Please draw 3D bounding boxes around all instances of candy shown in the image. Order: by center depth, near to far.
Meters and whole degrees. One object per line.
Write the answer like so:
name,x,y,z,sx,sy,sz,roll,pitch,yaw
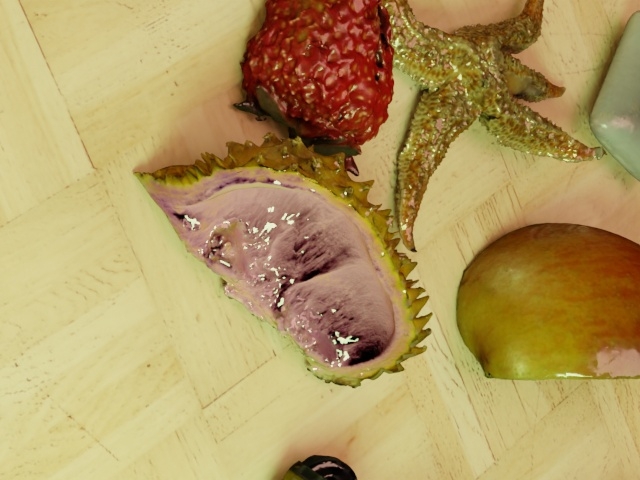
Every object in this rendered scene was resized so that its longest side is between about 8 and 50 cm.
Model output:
candy,0.376,-0.161,2.296,0.138,0.071,0.174,41,59,-31

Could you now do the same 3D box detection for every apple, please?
apple,0.308,0.087,2.160,0.346,0.179,0.254,1,48,-43

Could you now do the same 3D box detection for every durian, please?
durian,0.001,0.001,1.884,0.341,0.191,0.112,46,32,-28

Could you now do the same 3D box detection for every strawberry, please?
strawberry,0.026,-0.193,1.961,0.174,0.098,0.228,39,62,-34

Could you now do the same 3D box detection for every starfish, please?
starfish,0.188,-0.151,2.118,0.294,0.084,0.301,-7,87,-41

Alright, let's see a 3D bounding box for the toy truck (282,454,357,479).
toy truck,0.029,0.323,1.903,0.165,0.147,0.224,-49,117,-8
